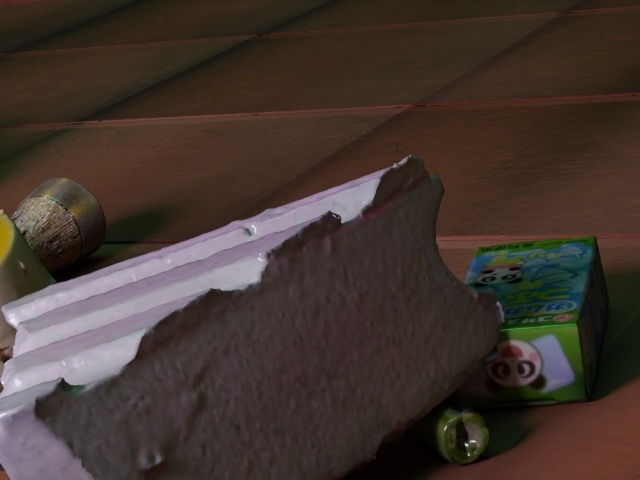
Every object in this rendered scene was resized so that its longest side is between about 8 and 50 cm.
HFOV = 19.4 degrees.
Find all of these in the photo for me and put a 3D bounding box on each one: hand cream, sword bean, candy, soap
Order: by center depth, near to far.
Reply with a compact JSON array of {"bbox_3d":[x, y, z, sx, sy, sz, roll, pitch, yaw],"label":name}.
[{"bbox_3d":[-0.032,0.081,1.114,0.302,0.159,0.258,-22,13,2],"label":"soap"},{"bbox_3d":[0.055,0.096,1.306,0.043,0.038,0.269,-1,14,-14],"label":"sword bean"},{"bbox_3d":[0.151,0.057,1.339,0.097,0.062,0.194,-5,18,14],"label":"candy"},{"bbox_3d":[-0.281,0.017,1.726,0.084,0.084,0.203,-1,25,29],"label":"hand cream"}]

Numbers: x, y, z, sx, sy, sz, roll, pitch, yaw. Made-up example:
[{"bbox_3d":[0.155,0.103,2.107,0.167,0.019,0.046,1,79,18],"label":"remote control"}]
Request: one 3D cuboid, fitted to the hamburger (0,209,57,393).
[{"bbox_3d":[-0.334,0.066,1.455,0.295,0.151,0.227,17,35,42],"label":"hamburger"}]
